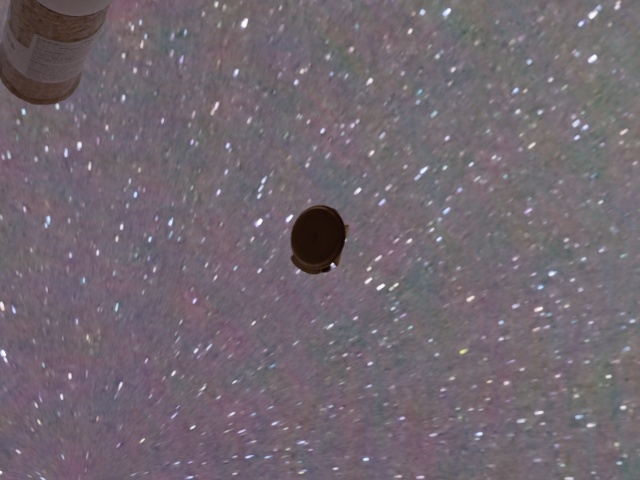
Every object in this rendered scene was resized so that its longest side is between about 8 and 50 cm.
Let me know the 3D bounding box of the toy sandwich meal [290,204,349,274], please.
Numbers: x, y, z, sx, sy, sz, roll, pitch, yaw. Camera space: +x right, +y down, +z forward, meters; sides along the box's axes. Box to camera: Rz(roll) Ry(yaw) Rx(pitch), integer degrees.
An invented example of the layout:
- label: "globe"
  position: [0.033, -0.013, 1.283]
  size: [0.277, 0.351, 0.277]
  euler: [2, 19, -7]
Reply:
- label: "toy sandwich meal"
  position: [0.000, 0.000, 1.183]
  size: [0.029, 0.085, 0.086]
  euler: [14, -107, -57]

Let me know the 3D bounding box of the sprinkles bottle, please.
- label: "sprinkles bottle"
  position: [-0.332, -0.283, 1.251]
  size: [0.121, 0.355, 0.121]
  euler: [5, -105, -21]
